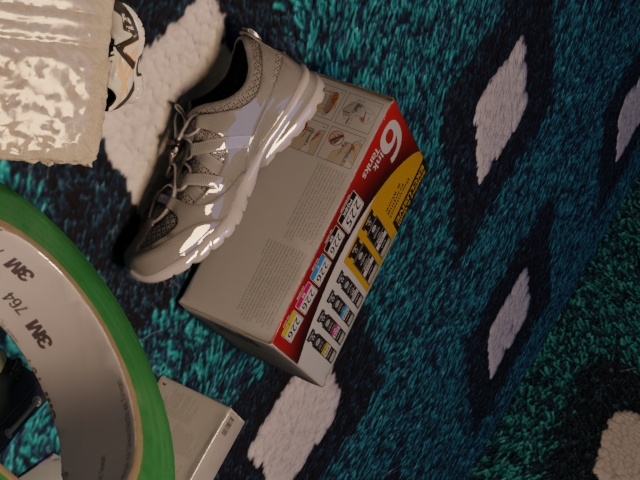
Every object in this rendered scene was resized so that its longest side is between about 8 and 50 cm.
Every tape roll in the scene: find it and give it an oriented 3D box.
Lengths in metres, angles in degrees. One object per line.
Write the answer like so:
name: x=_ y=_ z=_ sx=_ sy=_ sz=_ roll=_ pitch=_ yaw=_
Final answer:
tape roll: x=-0.230 y=0.099 z=0.865 sx=0.077 sy=0.321 sz=0.321 roll=-31 pitch=162 yaw=16

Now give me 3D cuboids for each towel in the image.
towel: x=-0.257 y=-0.142 z=0.787 sx=0.282 sy=0.049 sz=0.187 roll=0 pitch=104 yaw=-42

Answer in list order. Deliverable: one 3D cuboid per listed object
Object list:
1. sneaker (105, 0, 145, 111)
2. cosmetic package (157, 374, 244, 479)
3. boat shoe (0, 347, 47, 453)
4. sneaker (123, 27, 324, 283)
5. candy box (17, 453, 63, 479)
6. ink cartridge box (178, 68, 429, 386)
sneaker: x=-0.178 y=-0.158 z=1.060 sx=0.044 sy=0.040 sz=0.109 roll=-42 pitch=145 yaw=-41
cosmetic package: x=-0.186 y=0.278 z=1.344 sx=0.239 sy=0.099 sz=0.060 roll=-60 pitch=157 yaw=-15
boat shoe: x=-0.316 y=0.206 z=1.006 sx=0.079 sy=0.095 sz=0.254 roll=41 pitch=59 yaw=-22
sneaker: x=-0.119 y=-0.086 z=1.217 sx=0.115 sy=0.105 sz=0.281 roll=42 pitch=73 yaw=-29
candy box: x=-0.295 y=0.336 z=1.198 sx=0.165 sy=0.070 sz=0.196 roll=-33 pitch=138 yaw=-53
ink cartridge box: x=0.000 y=0.000 z=1.458 sx=0.309 sy=0.130 sz=0.272 roll=-64 pitch=157 yaw=-10
